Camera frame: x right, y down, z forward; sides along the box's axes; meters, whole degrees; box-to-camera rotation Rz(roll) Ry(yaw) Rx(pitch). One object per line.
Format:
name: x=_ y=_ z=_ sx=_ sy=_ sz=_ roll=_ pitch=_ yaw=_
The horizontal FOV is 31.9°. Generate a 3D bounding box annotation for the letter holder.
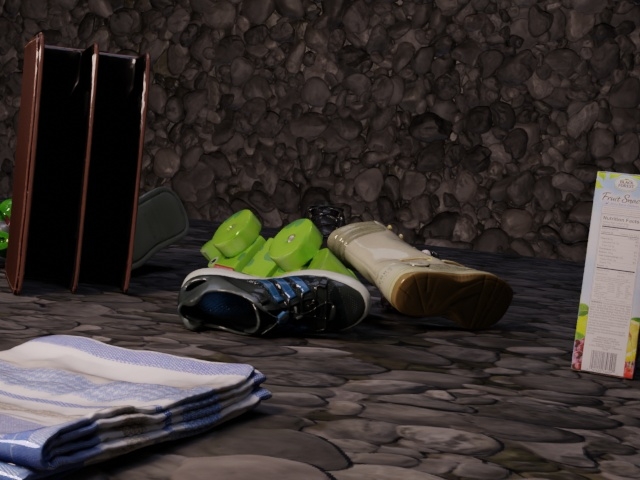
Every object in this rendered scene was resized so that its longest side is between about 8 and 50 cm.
letter holder: x=-0.293 y=-0.088 z=1.367 sx=0.151 sy=0.302 sz=0.214 roll=5 pitch=4 yaw=-17

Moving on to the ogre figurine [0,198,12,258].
ogre figurine: x=-0.451 y=-0.018 z=1.547 sx=0.097 sy=0.197 sz=0.118 roll=44 pitch=-31 yaw=-24

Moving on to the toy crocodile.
toy crocodile: x=-0.057 y=0.041 z=1.383 sx=0.115 sy=0.105 sz=0.340 roll=51 pitch=-22 yaw=-27

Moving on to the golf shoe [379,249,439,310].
golf shoe: x=0.125 y=0.054 z=1.526 sx=0.067 sy=0.086 sz=0.186 roll=9 pitch=5 yaw=15

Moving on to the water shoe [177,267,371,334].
water shoe: x=-0.048 y=0.076 z=1.170 sx=0.203 sy=0.073 sz=0.080 roll=2 pitch=25 yaw=1

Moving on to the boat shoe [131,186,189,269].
boat shoe: x=-0.318 y=-0.010 z=1.655 sx=0.113 sy=0.127 sz=0.340 roll=-22 pitch=5 yaw=21

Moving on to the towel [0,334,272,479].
towel: x=-0.180 y=0.098 z=0.718 sx=0.209 sy=0.034 sz=0.285 roll=6 pitch=4 yaw=22

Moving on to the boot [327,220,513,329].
boot: x=0.126 y=0.040 z=1.405 sx=0.213 sy=0.077 sz=0.165 roll=10 pitch=17 yaw=-40

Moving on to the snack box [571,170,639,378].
snack box: x=0.321 y=0.032 z=1.205 sx=0.070 sy=0.207 sz=0.174 roll=7 pitch=4 yaw=17

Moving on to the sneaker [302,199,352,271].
sneaker: x=0.000 y=0.000 z=1.852 sx=0.109 sy=0.130 sz=0.286 roll=7 pitch=4 yaw=-8
